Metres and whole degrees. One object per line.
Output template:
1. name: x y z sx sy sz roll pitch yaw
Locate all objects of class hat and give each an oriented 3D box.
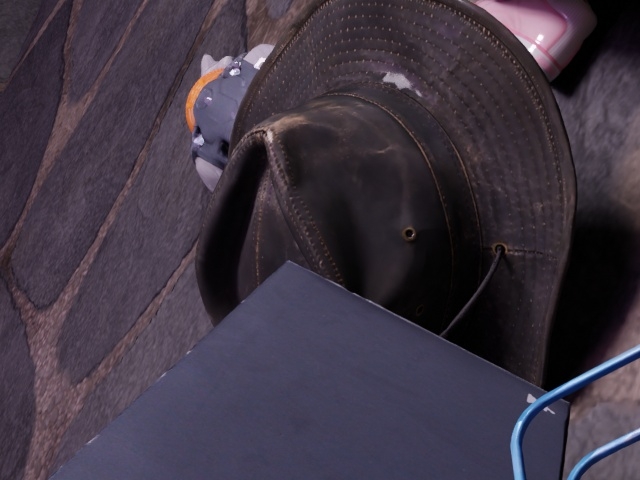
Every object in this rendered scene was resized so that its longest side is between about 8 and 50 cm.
1. hat: 0.000 0.000 0.734 0.331 0.134 0.331 13 108 45

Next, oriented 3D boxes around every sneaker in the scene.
1. sneaker: 0.162 -0.169 0.869 0.070 0.051 0.134 -49 28 8

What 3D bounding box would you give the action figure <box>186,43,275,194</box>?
1. action figure: 0.000 -0.126 0.975 0.330 0.178 0.341 20 86 52

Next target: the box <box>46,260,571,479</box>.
1. box: -0.044 0.218 0.515 0.312 0.179 0.343 -64 -7 18

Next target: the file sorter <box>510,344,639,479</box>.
1. file sorter: 0.162 0.127 0.433 0.104 0.170 0.118 -32 29 22
